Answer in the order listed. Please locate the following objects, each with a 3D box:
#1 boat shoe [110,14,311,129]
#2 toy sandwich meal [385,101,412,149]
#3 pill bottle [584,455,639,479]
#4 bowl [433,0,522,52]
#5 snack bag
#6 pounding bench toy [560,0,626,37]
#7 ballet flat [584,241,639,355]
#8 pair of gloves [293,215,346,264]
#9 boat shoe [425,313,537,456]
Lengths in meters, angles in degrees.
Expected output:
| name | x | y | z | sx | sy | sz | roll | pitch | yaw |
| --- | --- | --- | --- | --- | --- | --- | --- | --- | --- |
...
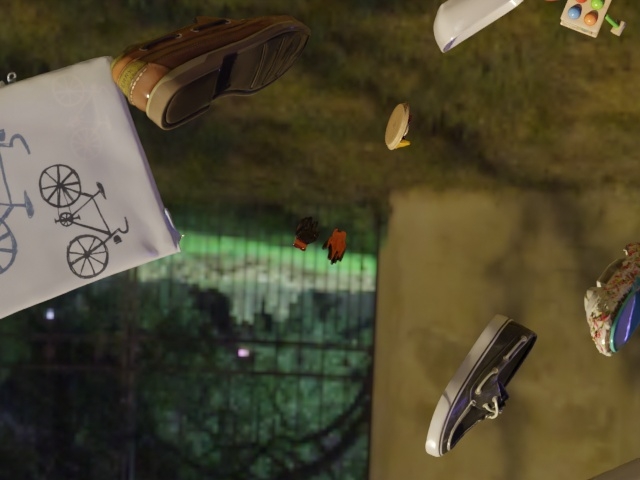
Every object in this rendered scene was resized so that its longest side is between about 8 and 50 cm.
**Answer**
| name | x | y | z | sx | sy | sz | roll | pitch | yaw |
| --- | --- | --- | --- | --- | --- | --- | --- | --- | --- |
| boat shoe | -0.131 | -0.241 | 1.588 | 0.104 | 0.111 | 0.307 | 39 | -143 | 17 |
| toy sandwich meal | 0.126 | -0.174 | 1.941 | 0.029 | 0.085 | 0.085 | 17 | 177 | -16 |
| pill bottle | 0.226 | 0.226 | 0.895 | 0.131 | 0.131 | 0.229 | 1 | 152 | -44 |
| bowl | 0.215 | -0.322 | 1.745 | 0.142 | 0.053 | 0.142 | -33 | -179 | 4 |
| snack bag | -0.404 | -0.080 | 1.805 | 0.342 | 0.323 | 0.037 | -21 | -176 | -13 |
| pounding bench toy | 0.369 | -0.302 | 1.684 | 0.083 | 0.052 | 0.065 | 23 | -173 | 8 |
| ballet flat | 0.393 | 0.075 | 1.655 | 0.077 | 0.091 | 0.241 | 12 | -148 | 32 |
| pair of gloves | 0.000 | 0.000 | 1.910 | 0.083 | 0.010 | 0.074 | 24 | -137 | -7 |
| boat shoe | 0.217 | 0.201 | 1.697 | 0.070 | 0.219 | 0.078 | 26 | 163 | 25 |
